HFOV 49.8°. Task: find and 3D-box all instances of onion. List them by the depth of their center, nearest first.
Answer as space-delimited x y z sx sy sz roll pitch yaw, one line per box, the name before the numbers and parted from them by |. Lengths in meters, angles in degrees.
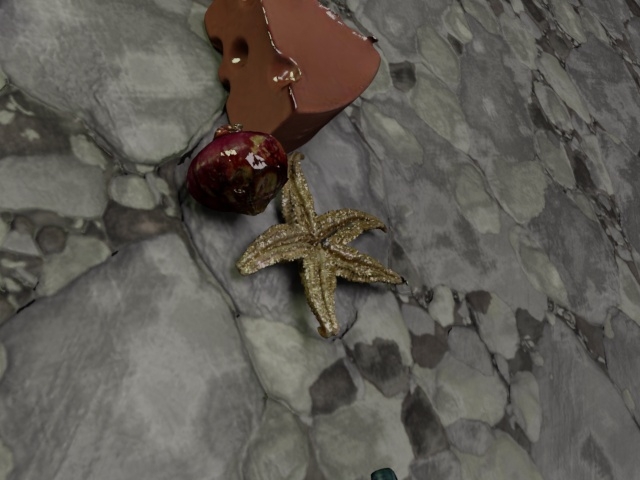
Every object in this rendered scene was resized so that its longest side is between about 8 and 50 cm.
onion | -0.084 -0.073 0.705 0.107 0.107 0.097 -5 75 -42

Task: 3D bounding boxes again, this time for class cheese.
cheese | -0.041 -0.184 0.790 0.203 0.128 0.177 30 49 -26

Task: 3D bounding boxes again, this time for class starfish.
starfish | -0.001 0.001 0.780 0.227 0.043 0.240 8 58 -40

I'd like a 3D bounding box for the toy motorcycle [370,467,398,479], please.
toy motorcycle | 0.122 0.351 0.538 0.182 0.241 0.319 -23 94 -26
